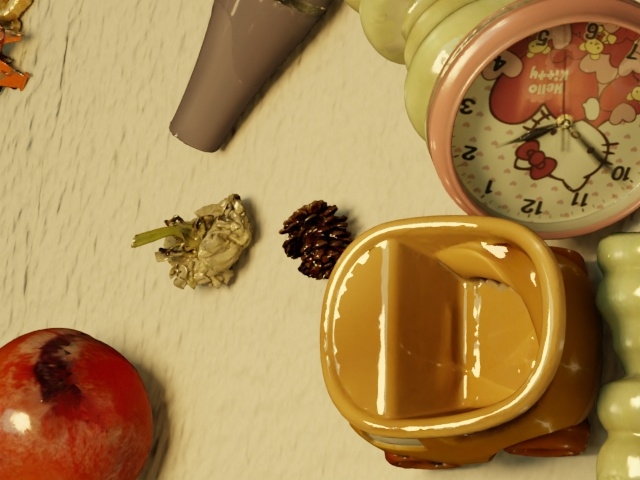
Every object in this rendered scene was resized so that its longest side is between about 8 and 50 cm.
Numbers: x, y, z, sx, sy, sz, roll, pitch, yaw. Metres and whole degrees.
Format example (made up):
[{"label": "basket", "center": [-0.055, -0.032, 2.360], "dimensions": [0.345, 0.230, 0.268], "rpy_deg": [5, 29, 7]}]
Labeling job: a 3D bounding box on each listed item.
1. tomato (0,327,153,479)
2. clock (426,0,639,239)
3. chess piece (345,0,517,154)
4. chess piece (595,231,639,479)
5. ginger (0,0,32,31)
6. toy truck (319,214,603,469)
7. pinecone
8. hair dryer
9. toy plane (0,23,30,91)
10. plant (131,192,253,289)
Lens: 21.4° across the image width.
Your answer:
[{"label": "tomato", "center": [-0.283, 0.194, 1.827], "dimensions": [0.208, 0.208, 0.184], "rpy_deg": [48, 124, 36]}, {"label": "clock", "center": [0.213, -0.108, 1.498], "dimensions": [0.244, 0.244, 0.056], "rpy_deg": [-49, 28, 18]}, {"label": "chess piece", "center": [0.118, -0.217, 1.652], "dimensions": [0.182, 0.182, 0.330], "rpy_deg": [-49, 48, 18]}, {"label": "chess piece", "center": [0.286, 0.122, 1.435], "dimensions": [0.133, 0.133, 0.243], "rpy_deg": [1, 77, 39]}, {"label": "ginger", "center": [-0.443, -0.329, 2.194], "dimensions": [0.193, 0.052, 0.176], "rpy_deg": [-26, 63, 30]}, {"label": "toy truck", "center": [0.128, 0.094, 1.524], "dimensions": [0.288, 0.211, 0.204], "rpy_deg": [-8, 73, 34]}, {"label": "pinecone", "center": [0.000, 0.000, 1.741], "dimensions": [0.077, 0.077, 0.083], "rpy_deg": [-46, 72, 21]}, {"label": "hair dryer", "center": [-0.121, -0.304, 1.919], "dimensions": [0.301, 0.121, 0.361], "rpy_deg": [-59, 41, 22]}, {"label": "toy plane", "center": [-0.437, -0.210, 2.155], "dimensions": [0.135, 0.062, 0.188], "rpy_deg": [33, 130, 7]}, {"label": "plant", "center": [-0.142, -0.008, 1.830], "dimensions": [0.116, 0.122, 0.104], "rpy_deg": [-57, 40, 22]}]
